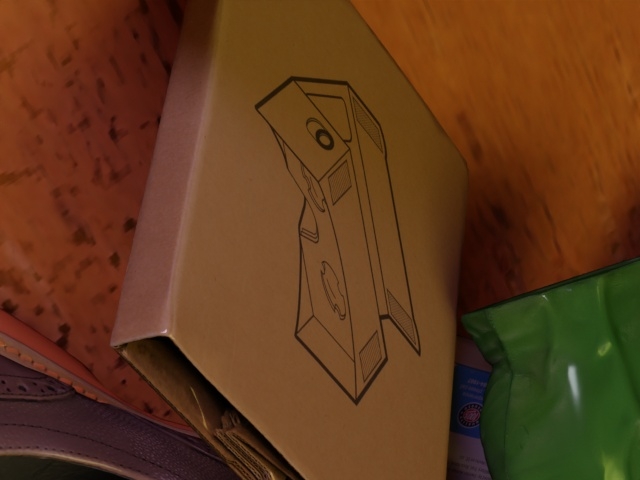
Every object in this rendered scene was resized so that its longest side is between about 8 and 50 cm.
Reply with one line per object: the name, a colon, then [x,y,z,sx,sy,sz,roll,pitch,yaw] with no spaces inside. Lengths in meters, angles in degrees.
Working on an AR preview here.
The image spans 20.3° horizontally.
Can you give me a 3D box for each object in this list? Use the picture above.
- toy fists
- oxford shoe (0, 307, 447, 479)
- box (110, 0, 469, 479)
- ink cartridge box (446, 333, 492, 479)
toy fists: [0.156,0.071,0.717,0.279,0.096,0.142,-13,85,-51]
oxford shoe: [-0.032,0.132,0.618,0.364,0.133,0.130,23,99,-27]
box: [0.000,0.000,0.592,0.021,0.201,0.164,-16,134,26]
ink cartridge box: [0.047,0.103,0.747,0.088,0.052,0.122,18,101,-37]
